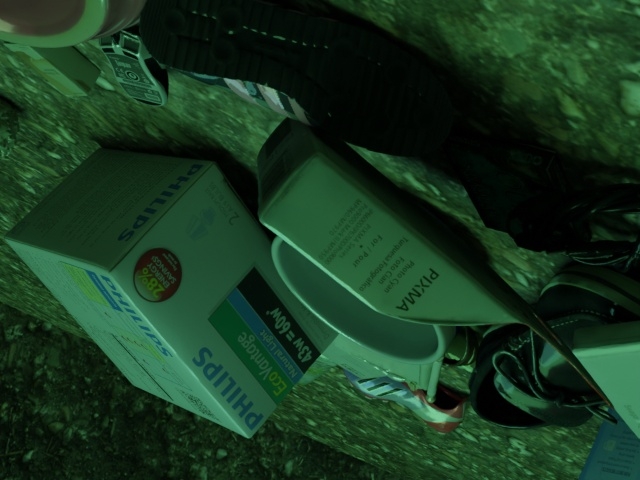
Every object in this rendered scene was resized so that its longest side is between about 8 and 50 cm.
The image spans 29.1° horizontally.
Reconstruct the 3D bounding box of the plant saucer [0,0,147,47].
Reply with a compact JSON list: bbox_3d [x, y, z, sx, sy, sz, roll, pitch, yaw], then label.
[{"bbox_3d":[-0.309,-0.295,1.189,0.332,0.084,0.332,15,154,7],"label":"plant saucer"}]

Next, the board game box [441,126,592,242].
[{"bbox_3d":[0.213,-0.052,1.322,0.126,0.026,0.186,17,161,32],"label":"board game box"}]

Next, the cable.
[{"bbox_3d":[0.289,-0.009,1.248,0.150,0.047,0.184,28,153,-27],"label":"cable"}]

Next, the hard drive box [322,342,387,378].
[{"bbox_3d":[0.058,0.146,2.041,0.181,0.089,0.232,32,163,-13],"label":"hard drive box"}]

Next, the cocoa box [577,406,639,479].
[{"bbox_3d":[0.531,0.299,1.515,0.228,0.231,0.347,37,161,-27],"label":"cocoa box"}]

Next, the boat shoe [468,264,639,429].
[{"bbox_3d":[0.315,0.154,1.561,0.187,0.156,0.500,30,162,-4],"label":"boat shoe"}]

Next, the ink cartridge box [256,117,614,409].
[{"bbox_3d":[0.103,0.031,1.274,0.385,0.091,0.308,40,-172,-12],"label":"ink cartridge box"}]

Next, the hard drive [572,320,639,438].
[{"bbox_3d":[0.452,0.141,1.312,0.307,0.040,0.203,-12,137,34],"label":"hard drive"}]

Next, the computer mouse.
[{"bbox_3d":[-0.226,-0.230,1.451,0.106,0.042,0.193,15,155,21],"label":"computer mouse"}]

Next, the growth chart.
[{"bbox_3d":[0.082,0.148,1.842,0.237,0.021,0.172,30,149,11],"label":"growth chart"}]

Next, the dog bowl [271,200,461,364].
[{"bbox_3d":[0.072,0.041,1.602,0.265,0.104,0.265,30,155,15],"label":"dog bowl"}]

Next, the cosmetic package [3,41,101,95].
[{"bbox_3d":[-0.350,-0.238,1.611,0.060,0.041,0.115,8,155,47],"label":"cosmetic package"}]

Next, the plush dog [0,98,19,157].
[{"bbox_3d":[-0.643,-0.175,1.930,0.262,0.225,0.210,20,162,25],"label":"plush dog"}]

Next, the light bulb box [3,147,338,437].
[{"bbox_3d":[-0.224,0.067,1.849,0.361,0.225,0.358,12,144,53],"label":"light bulb box"}]

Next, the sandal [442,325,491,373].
[{"bbox_3d":[0.186,0.133,1.807,0.120,0.086,0.303,19,161,27],"label":"sandal"}]

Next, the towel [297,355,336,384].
[{"bbox_3d":[-0.127,0.166,2.404,0.320,0.090,0.374,26,164,-4],"label":"towel"}]

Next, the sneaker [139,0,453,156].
[{"bbox_3d":[-0.016,-0.174,1.230,0.319,0.112,0.131,24,-173,4],"label":"sneaker"}]

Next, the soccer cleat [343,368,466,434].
[{"bbox_3d":[0.161,0.274,2.318,0.248,0.083,0.095,29,135,11],"label":"soccer cleat"}]
